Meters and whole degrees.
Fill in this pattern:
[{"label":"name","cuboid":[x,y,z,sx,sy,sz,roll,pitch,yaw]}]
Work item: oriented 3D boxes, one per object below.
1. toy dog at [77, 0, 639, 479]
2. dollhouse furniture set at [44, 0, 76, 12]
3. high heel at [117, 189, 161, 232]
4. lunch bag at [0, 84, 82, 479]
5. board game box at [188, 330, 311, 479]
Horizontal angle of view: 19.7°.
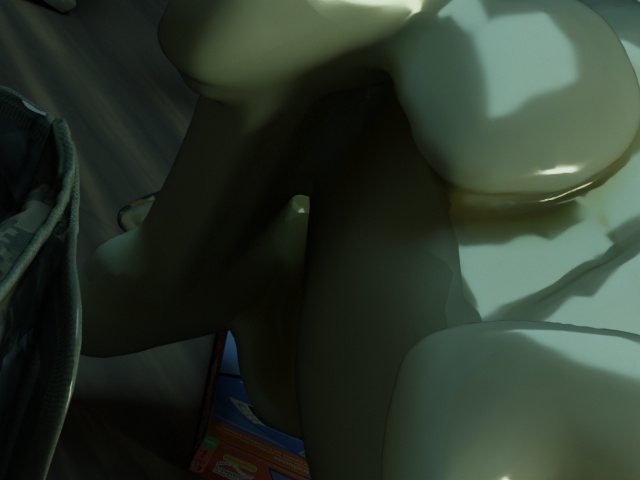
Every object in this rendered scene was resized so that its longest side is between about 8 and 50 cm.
[{"label":"toy dog","cuboid":[0.118,0.108,0.770,0.395,0.284,0.408,-8,60,-38]},{"label":"dollhouse furniture set","cuboid":[-0.034,-0.189,1.354,0.355,0.174,0.303,33,22,-28]},{"label":"high heel","cuboid":[0.000,0.000,1.097,0.261,0.093,0.186,10,8,-14]},{"label":"lunch bag","cuboid":[-0.177,0.086,0.532,0.169,0.235,0.287,29,25,13]},{"label":"board game box","cuboid":[0.070,0.127,0.959,0.281,0.027,0.145,25,24,-9]}]
